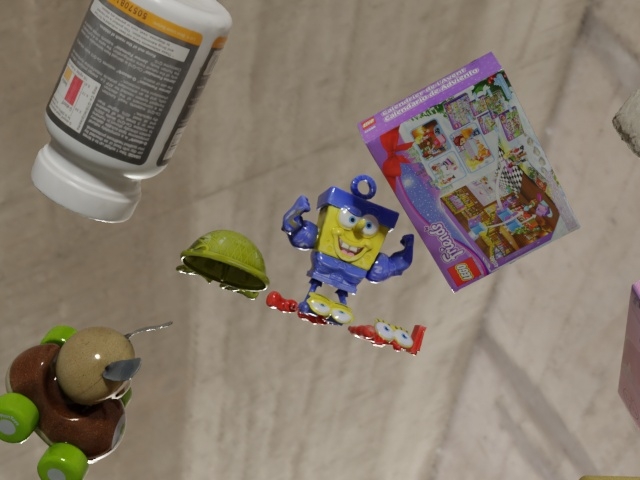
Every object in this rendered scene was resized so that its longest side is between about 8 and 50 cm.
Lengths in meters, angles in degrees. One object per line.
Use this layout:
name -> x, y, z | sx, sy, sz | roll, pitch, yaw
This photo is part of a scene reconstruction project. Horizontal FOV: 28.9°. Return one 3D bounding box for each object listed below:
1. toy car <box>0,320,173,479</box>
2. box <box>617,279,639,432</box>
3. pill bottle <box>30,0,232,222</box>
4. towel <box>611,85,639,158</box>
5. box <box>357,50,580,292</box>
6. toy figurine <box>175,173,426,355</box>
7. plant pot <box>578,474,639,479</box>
toy car -> -0.233, 0.150, 1.327 | 0.188, 0.155, 0.149 | -32, -72, 30
box -> 0.384, 0.161, 1.165 | 0.243, 0.117, 0.213 | 76, -8, -58
pill bottle -> -0.228, -0.172, 1.458 | 0.162, 0.162, 0.278 | 44, -67, 41
towel -> 0.423, -0.172, 1.230 | 0.049, 0.282, 0.187 | 32, 20, -27
box -> 0.203, -0.085, 1.671 | 0.293, 0.201, 0.057 | 57, 9, -34
toy figurine -> 0.000, 0.000, 1.750 | 0.191, 0.363, 0.217 | 165, -54, -76
plant pot -> 0.434, 0.427, 1.675 | 0.187, 0.212, 0.212 | -126, -134, -62
